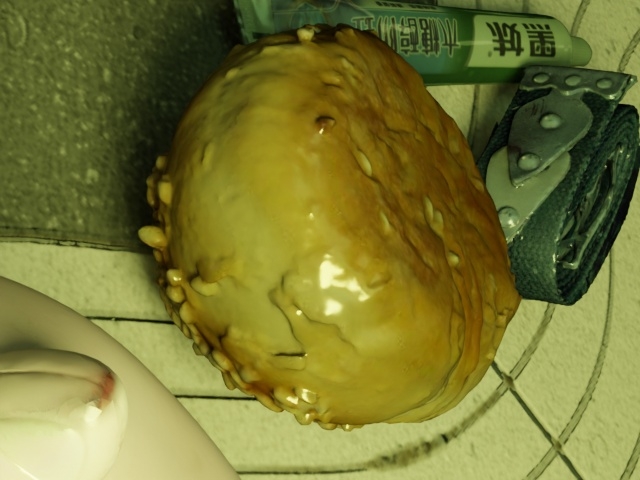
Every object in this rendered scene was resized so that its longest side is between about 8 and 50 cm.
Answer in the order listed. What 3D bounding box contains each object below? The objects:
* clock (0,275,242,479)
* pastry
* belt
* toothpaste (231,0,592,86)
[{"bbox_3d":[-0.166,0.176,0.779,0.250,0.368,0.377,-58,148,-49],"label":"clock"},{"bbox_3d":[0.000,0.000,1.166,0.315,0.184,0.284,-17,84,-65],"label":"pastry"},{"bbox_3d":[0.174,-0.039,1.395,0.218,0.128,0.122,-59,146,-41],"label":"belt"},{"bbox_3d":[0.091,-0.164,1.426,0.392,0.061,0.099,-3,72,-40],"label":"toothpaste"}]
